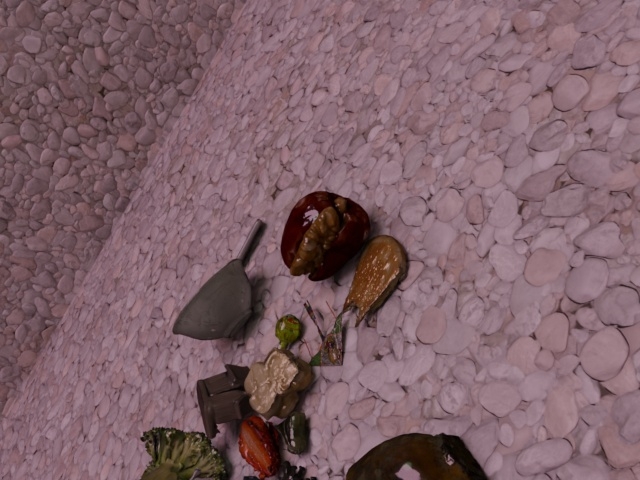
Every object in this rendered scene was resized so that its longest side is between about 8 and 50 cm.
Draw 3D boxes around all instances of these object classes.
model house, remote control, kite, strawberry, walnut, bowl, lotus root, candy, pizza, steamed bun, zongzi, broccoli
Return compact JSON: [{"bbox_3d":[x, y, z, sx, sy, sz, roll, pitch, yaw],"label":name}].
[{"bbox_3d":[-0.270,0.450,1.994,0.188,0.123,0.229,-23,29,-9],"label":"model house"},{"bbox_3d":[-0.262,0.047,2.347,0.261,0.029,0.067,-62,-1,-3],"label":"remote control"},{"bbox_3d":[0.002,0.256,1.869,0.198,0.006,0.244,-57,42,21],"label":"kite"},{"bbox_3d":[-0.152,0.552,1.827,0.188,0.082,0.121,46,123,45],"label":"strawberry"},{"bbox_3d":[0.000,0.000,1.899,0.269,0.221,0.244,-62,0,29],"label":"walnut"},{"bbox_3d":[-0.302,0.218,2.154,0.313,0.146,0.313,-50,-8,-10],"label":"bowl"},{"bbox_3d":[0.190,0.504,1.364,0.260,0.149,0.267,-44,41,24],"label":"lotus root"},{"bbox_3d":[-0.123,0.336,1.960,0.262,0.073,0.077,-71,17,-3],"label":"candy"},{"bbox_3d":[0.142,0.108,1.801,0.181,0.034,0.262,12,75,55],"label":"pizza"},{"bbox_3d":[-0.113,0.384,1.867,0.192,0.106,0.178,32,88,47],"label":"steamed bun"},{"bbox_3d":[-0.080,0.512,1.781,0.119,0.055,0.109,-43,38,42],"label":"zongzi"},{"bbox_3d":[-0.403,0.665,1.859,0.221,0.252,0.361,-46,13,15],"label":"broccoli"}]

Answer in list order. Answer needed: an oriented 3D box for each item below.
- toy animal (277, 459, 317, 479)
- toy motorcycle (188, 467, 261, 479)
[{"bbox_3d":[-0.064,0.590,1.705,0.135,0.047,0.065,25,94,50],"label":"toy animal"},{"bbox_3d":[-0.255,0.646,1.767,0.150,0.221,0.102,-170,90,-66],"label":"toy motorcycle"}]
